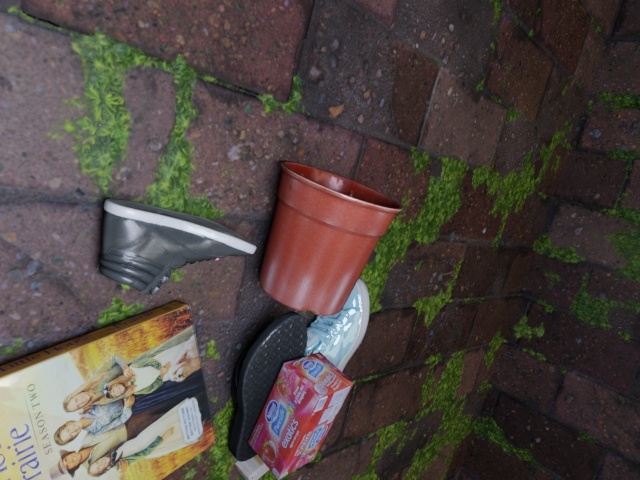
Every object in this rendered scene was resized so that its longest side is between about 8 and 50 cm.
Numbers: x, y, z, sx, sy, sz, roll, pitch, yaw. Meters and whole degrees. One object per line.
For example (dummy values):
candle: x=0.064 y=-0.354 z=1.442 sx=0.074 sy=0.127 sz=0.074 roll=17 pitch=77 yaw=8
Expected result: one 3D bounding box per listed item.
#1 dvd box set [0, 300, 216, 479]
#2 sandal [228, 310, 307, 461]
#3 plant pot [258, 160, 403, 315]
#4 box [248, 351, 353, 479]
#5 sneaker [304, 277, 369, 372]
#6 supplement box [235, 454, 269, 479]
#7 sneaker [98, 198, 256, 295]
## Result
dvd box set: x=-0.384 y=0.313 z=0.788 sx=0.421 sy=0.062 sz=0.307 roll=-18 pitch=105 yaw=-48
sandal: x=-0.155 y=0.344 z=1.114 sx=0.168 sy=0.107 sz=0.445 roll=-9 pitch=126 yaw=-45
plant pot: x=0.000 y=0.000 z=1.008 sx=0.273 sy=0.272 sz=0.264 roll=5 pitch=112 yaw=-47
box: x=-0.049 y=0.404 z=1.084 sx=0.128 sy=0.123 sz=0.256 roll=-2 pitch=122 yaw=-49
sneaker: x=0.009 y=0.260 z=1.205 sx=0.150 sy=0.135 sz=0.365 roll=18 pitch=93 yaw=-51
supplement box: x=-0.165 y=0.580 z=1.220 sx=0.099 sy=0.062 sz=0.036 roll=-30 pitch=128 yaw=-33
sneaker: x=-0.262 y=0.028 z=0.853 sx=0.296 sy=0.105 sz=0.146 roll=15 pitch=98 yaw=-42
